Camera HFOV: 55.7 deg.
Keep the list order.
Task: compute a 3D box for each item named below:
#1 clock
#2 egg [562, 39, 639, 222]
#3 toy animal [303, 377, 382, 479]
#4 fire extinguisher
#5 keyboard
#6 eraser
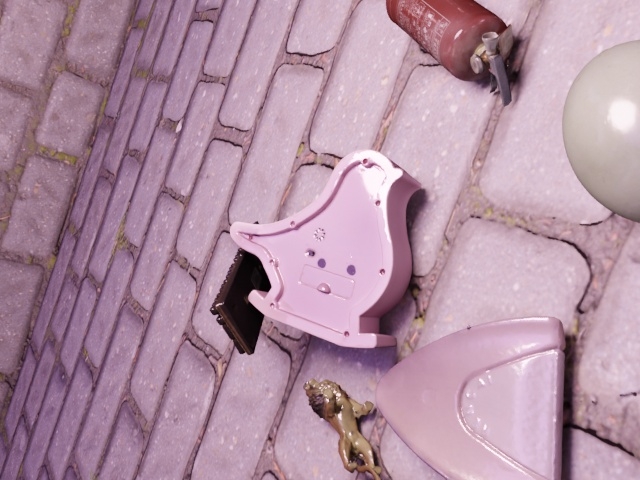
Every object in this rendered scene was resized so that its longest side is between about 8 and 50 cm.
[{"bbox_3d":[0.000,0.000,0.908,0.290,0.080,0.275,12,88,31],"label":"clock"},{"bbox_3d":[0.306,-0.102,0.561,0.149,0.149,0.192,-41,40,37],"label":"egg"},{"bbox_3d":[0.041,0.260,0.848,0.219,0.069,0.086,-126,39,-54],"label":"toy animal"},{"bbox_3d":[0.188,-0.291,0.849,0.104,0.105,0.269,-55,40,24],"label":"fire extinguisher"},{"bbox_3d":[-0.117,0.064,0.991,0.027,0.106,0.317,-23,19,13],"label":"keyboard"},{"bbox_3d":[0.167,0.190,0.707,0.243,0.059,0.204,-7,72,49],"label":"eraser"}]
